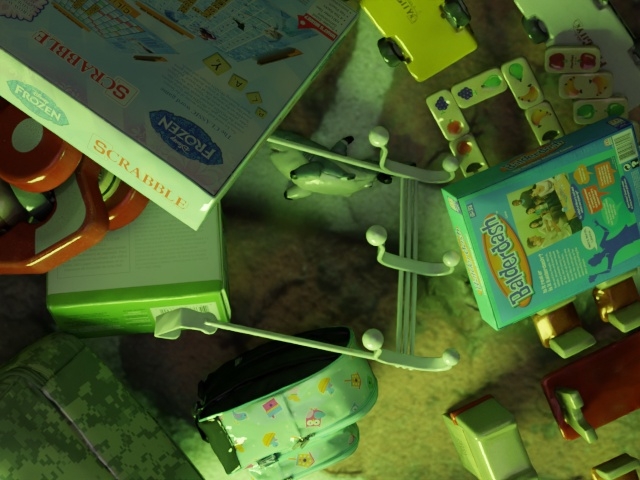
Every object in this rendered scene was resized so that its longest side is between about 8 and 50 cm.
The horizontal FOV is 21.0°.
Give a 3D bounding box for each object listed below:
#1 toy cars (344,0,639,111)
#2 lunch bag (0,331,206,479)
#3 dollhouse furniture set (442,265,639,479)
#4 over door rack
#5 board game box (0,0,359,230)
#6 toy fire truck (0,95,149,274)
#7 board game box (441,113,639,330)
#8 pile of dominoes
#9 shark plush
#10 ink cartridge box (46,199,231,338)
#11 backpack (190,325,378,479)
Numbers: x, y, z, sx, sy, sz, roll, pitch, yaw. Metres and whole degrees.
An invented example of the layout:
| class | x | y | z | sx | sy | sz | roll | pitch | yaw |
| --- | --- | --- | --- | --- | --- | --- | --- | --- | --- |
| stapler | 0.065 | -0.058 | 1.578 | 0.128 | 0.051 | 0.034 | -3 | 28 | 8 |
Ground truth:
| class | x | y | z | sx | sy | sz | roll | pitch | yaw |
| --- | --- | --- | --- | --- | --- | --- | --- | --- | --- |
| toy cars | 0.187 | -0.248 | 1.853 | 0.393 | 0.087 | 0.176 | 13 | 121 | -5 |
| lunch bag | -0.300 | 0.284 | 1.837 | 0.212 | 0.256 | 0.305 | -30 | 102 | 37 |
| dollhouse furniture set | 0.278 | 0.182 | 1.929 | 0.259 | 0.135 | 0.262 | -24 | 100 | -7 |
| over door rack | 0.000 | 0.000 | 1.781 | 0.324 | 0.108 | 0.239 | 9 | 70 | -20 |
| board game box | -0.168 | -0.212 | 1.730 | 0.318 | 0.318 | 0.066 | 35 | 141 | 1 |
| toy fire truck | -0.337 | -0.092 | 1.806 | 0.254 | 0.169 | 0.302 | -29 | 63 | 16 |
| board game box | 0.249 | -0.020 | 1.826 | 0.210 | 0.047 | 0.160 | -23 | 111 | -11 |
| pile of dominoes | 0.254 | -0.085 | 1.864 | 0.196 | 0.040 | 0.251 | -24 | 114 | 15 |
| shark plush | 0.024 | -0.088 | 1.899 | 0.161 | 0.073 | 0.067 | -1 | 70 | 5 |
| ink cartridge box | -0.199 | -0.033 | 1.895 | 0.189 | 0.097 | 0.255 | -5 | 66 | 1 |
| backpack | -0.026 | 0.178 | 1.888 | 0.188 | 0.166 | 0.144 | -31 | 100 | 8 |
